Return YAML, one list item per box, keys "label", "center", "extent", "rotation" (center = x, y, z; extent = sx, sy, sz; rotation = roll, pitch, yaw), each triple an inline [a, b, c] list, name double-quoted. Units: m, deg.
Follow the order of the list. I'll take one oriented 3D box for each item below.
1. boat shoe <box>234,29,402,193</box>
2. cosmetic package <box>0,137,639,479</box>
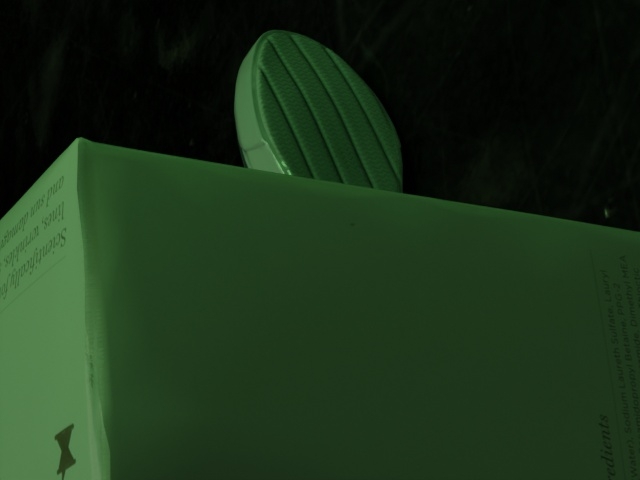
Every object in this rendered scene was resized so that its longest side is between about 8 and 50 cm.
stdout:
- label: "boat shoe"
  center: [0.000, 0.000, 1.206]
  extent: [0.094, 0.109, 0.302]
  rotation: [-53, 42, 40]
- label: "cosmetic package"
  center: [0.028, 0.089, 0.847]
  extent: [0.217, 0.385, 0.156]
  rotation: [-35, 51, 50]
